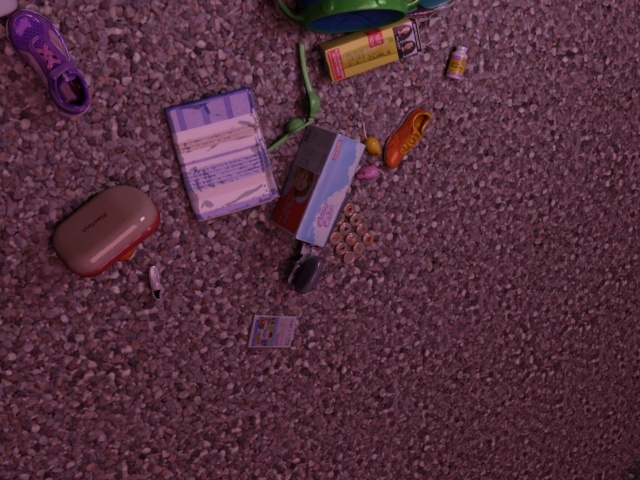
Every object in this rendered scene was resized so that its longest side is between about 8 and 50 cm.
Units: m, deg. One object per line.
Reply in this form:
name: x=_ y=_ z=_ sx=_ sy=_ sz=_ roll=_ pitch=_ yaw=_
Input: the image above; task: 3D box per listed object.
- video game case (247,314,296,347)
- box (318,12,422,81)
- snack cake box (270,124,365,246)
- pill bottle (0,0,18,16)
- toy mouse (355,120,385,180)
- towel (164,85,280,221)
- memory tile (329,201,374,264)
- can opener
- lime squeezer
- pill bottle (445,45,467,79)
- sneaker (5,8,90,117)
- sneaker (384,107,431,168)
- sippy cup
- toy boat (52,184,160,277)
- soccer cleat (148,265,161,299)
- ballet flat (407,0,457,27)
video game case: x=-0.125 y=0.234 z=2.039 sx=0.122 sy=0.011 sz=0.087 roll=5 pitch=104 yaw=-31
box: x=0.120 y=-0.459 z=1.877 sx=0.232 sy=0.058 sz=0.087 roll=-19 pitch=122 yaw=-5
snack cake box: x=-0.010 y=-0.134 z=1.895 sx=0.089 sy=0.152 sz=0.264 roll=19 pitch=97 yaw=-33
pill bottle: x=-0.655 y=-0.521 z=1.400 sx=0.146 sy=0.146 sz=0.264 roll=-25 pitch=118 yaw=-20
toy mouse: x=0.106 y=-0.196 z=2.012 sx=0.143 sy=0.031 sz=0.161 roll=-44 pitch=122 yaw=-10
towel: x=-0.224 y=-0.195 z=1.813 sx=0.209 sy=0.034 sz=0.284 roll=-18 pitch=113 yaw=-12
memory tile: x=0.073 y=-0.017 z=2.065 sx=0.113 sy=0.012 sz=0.148 roll=-42 pitch=122 yaw=-11
can opener: x=0.000 y=0.000 z=1.980 sx=0.074 sy=0.093 sz=0.280 roll=17 pitch=97 yaw=-57
lime squeezer: x=-0.064 y=-0.301 z=1.866 sx=0.110 sy=0.059 sz=0.310 roll=22 pitch=96 yaw=-34
pill bottle: x=0.357 y=-0.463 z=2.057 sx=0.043 sy=0.043 sz=0.083 roll=7 pitch=102 yaw=-31
sneaker: x=-0.526 y=-0.346 z=1.559 sx=0.095 sy=0.104 sz=0.236 roll=-35 pitch=119 yaw=-13
sneaker: x=0.221 y=-0.264 z=2.034 sx=0.064 sy=0.067 sz=0.175 roll=26 pitch=94 yaw=-35
sippy cup: x=0.064 y=-0.594 z=1.743 sx=0.306 sy=0.240 sz=0.223 roll=-9 pitch=94 yaw=-33
toy boat: x=-0.450 y=-0.007 z=1.715 sx=0.231 sy=0.151 sz=0.151 roll=-40 pitch=152 yaw=-12
soccer cleat: x=-0.382 y=0.099 z=1.831 sx=0.029 sy=0.036 sz=0.083 roll=-10 pitch=111 yaw=-27
ballet flat: x=0.241 y=-0.557 z=1.950 sx=0.222 sy=0.077 sz=0.079 roll=-23 pitch=136 yaw=-16
